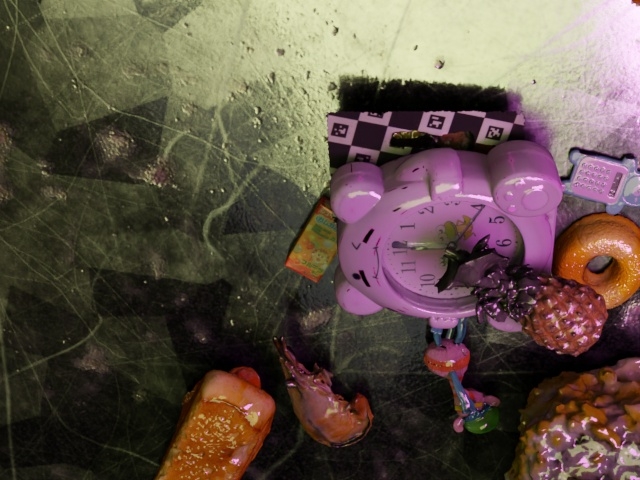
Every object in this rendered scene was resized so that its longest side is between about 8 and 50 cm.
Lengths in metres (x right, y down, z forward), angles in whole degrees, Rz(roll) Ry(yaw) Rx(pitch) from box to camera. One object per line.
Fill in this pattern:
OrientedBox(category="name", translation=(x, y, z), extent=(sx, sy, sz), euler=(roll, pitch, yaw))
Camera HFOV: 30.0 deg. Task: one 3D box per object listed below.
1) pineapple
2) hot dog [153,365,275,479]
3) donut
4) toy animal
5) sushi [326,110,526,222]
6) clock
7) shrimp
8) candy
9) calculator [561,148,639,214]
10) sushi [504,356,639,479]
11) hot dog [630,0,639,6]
OrientedBox(category="pineapple", translation=(0.271, 0.072, 1.643), extent=(0.237, 0.111, 0.119), euler=(22, 95, -10))
OrientedBox(category="hot dog", translation=(-0.165, 0.308, 1.916), extent=(0.150, 0.153, 0.257), euler=(27, 113, -1))
OrientedBox(category="donut", translation=(0.413, 0.037, 1.767), extent=(0.151, 0.058, 0.152), euler=(4, 118, 7))
OrientedBox(category="toy animal", translation=(0.217, 0.208, 1.848), extent=(0.100, 0.103, 0.208), euler=(-14, 109, 4))
OrientedBox(category="sushi", translation=(0.151, -0.120, 1.724), extent=(0.279, 0.043, 0.193), euler=(-2, 128, 1))
OrientedBox(category="clock", translation=(0.177, -0.002, 1.718), extent=(0.322, 0.113, 0.296), euler=(-2, 128, 2))
OrientedBox(category="shrimp", translation=(0.002, 0.226, 1.906), extent=(0.117, 0.066, 0.262), euler=(-20, 126, 0))
OrientedBox(category="candy", translation=(0.000, 0.000, 1.811), extent=(0.062, 0.038, 0.122), euler=(29, 115, -7))
OrientedBox(category="calculator", translation=(0.419, -0.084, 1.730), extent=(0.141, 0.019, 0.094), euler=(15, 113, 0))
OrientedBox(category="sushi", translation=(0.471, 0.365, 1.781), extent=(0.396, 0.240, 0.352), euler=(7, 103, 12))
OrientedBox(category="hot dog", translation=(0.462, -0.389, 1.561), extent=(0.108, 0.059, 0.191), euler=(13, 114, -4))
